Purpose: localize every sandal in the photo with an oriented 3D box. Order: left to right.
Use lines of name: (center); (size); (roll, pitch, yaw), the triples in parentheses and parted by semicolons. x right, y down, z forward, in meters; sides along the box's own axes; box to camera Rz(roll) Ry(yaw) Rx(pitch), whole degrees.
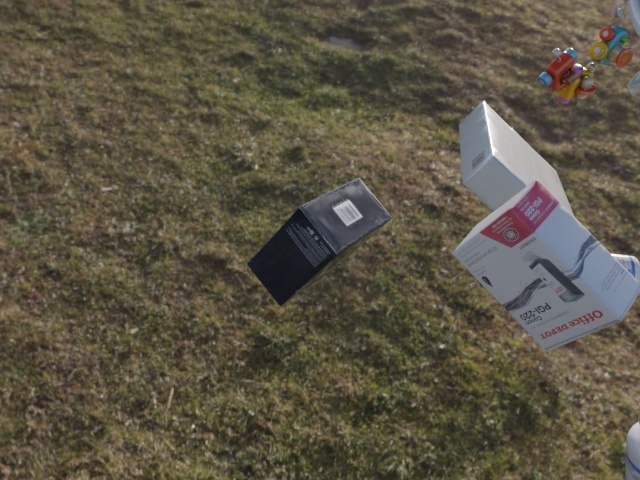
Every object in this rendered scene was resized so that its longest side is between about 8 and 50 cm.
sandal: (0.856, -0.360, 1.468); (0.079, 0.088, 0.240); (44, 30, -17)

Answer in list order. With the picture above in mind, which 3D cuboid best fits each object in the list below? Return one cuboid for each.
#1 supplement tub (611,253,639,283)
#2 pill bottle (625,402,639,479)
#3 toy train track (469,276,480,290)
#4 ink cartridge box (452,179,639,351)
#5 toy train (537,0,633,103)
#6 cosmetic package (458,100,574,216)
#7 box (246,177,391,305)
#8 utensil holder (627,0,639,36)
supplement tub: (0.466, 0.054, 0.964); (0.107, 0.070, 0.071); (6, 34, 6)
pill bottle: (0.517, 0.340, 0.847); (0.124, 0.221, 0.124); (-7, 20, 3)
toy train track: (0.483, 0.124, 1.728); (0.083, 0.048, 0.014); (-22, 25, -17)
ink cartridge box: (0.335, 0.044, 0.873); (0.218, 0.158, 0.092); (46, 56, 4)
toy train: (0.377, -0.249, 0.799); (0.166, 0.125, 0.046); (-42, 59, -1)
cosmetic package: (0.463, -0.152, 1.375); (0.284, 0.097, 0.377); (38, 31, -11)
box: (0.000, 0.000, 1.812); (0.179, 0.312, 0.343); (52, 40, 6)
utensil holder: (0.681, -0.481, 0.823); (0.386, 0.327, 0.327); (-5, 32, 13)
